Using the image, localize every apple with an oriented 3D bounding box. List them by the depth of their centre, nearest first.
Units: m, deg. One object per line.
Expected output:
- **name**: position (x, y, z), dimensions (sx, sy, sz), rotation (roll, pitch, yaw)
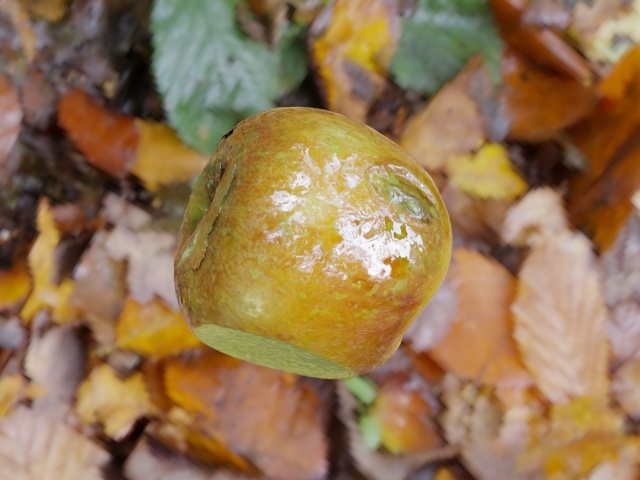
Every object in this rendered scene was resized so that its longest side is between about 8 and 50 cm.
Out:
- **apple**: position (0.000, 0.000, 0.733), dimensions (0.102, 0.114, 0.099), rotation (21, 72, -13)
